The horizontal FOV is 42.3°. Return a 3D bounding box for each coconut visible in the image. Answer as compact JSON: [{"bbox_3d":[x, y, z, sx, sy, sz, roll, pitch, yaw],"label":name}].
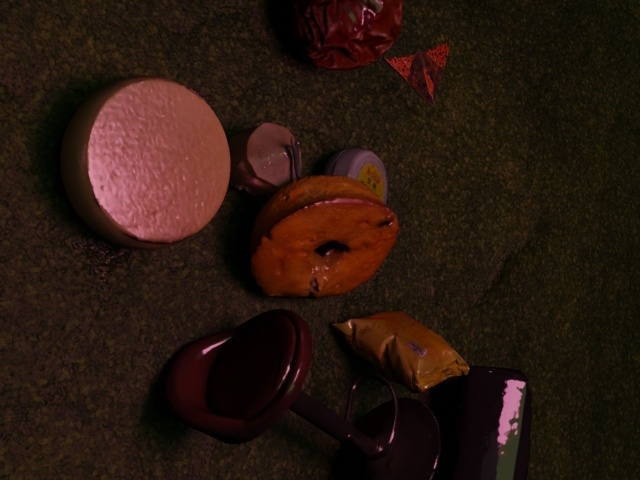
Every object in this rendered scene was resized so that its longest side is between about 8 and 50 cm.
[{"bbox_3d":[-0.088,-0.130,1.334,0.116,0.122,0.116,7,79,-40],"label":"coconut"}]

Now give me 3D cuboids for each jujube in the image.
[{"bbox_3d":[0.043,-0.468,1.442,0.216,0.216,0.341,10,73,-40],"label":"jujube"}]

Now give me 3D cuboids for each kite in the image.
[{"bbox_3d":[0.217,-0.333,1.700,0.222,0.008,0.125,-23,100,-40],"label":"kite"}]

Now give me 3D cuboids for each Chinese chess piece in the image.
[{"bbox_3d":[-0.250,-0.112,1.195,0.251,0.097,0.250,-1,92,-40],"label":"Chinese chess piece"}]

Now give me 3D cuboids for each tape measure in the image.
[{"bbox_3d":[0.016,-0.120,1.416,0.330,0.084,0.163,39,54,-48],"label":"tape measure"}]

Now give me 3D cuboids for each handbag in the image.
[{"bbox_3d":[0.299,0.398,1.595,0.178,0.275,0.301,9,77,5],"label":"handbag"}]

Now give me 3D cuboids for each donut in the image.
[{"bbox_3d":[0.002,-0.001,1.333,0.254,0.253,0.118,6,42,-40],"label":"donut"}]

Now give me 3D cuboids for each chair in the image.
[{"bbox_3d":[-0.022,0.261,1.275,0.401,0.227,0.226,38,62,-31],"label":"chair"}]

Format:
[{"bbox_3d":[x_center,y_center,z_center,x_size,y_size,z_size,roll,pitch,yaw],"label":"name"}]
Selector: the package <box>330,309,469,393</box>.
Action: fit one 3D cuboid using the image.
[{"bbox_3d":[0.139,0.187,1.448,0.168,0.226,0.090,-7,119,-46],"label":"package"}]
